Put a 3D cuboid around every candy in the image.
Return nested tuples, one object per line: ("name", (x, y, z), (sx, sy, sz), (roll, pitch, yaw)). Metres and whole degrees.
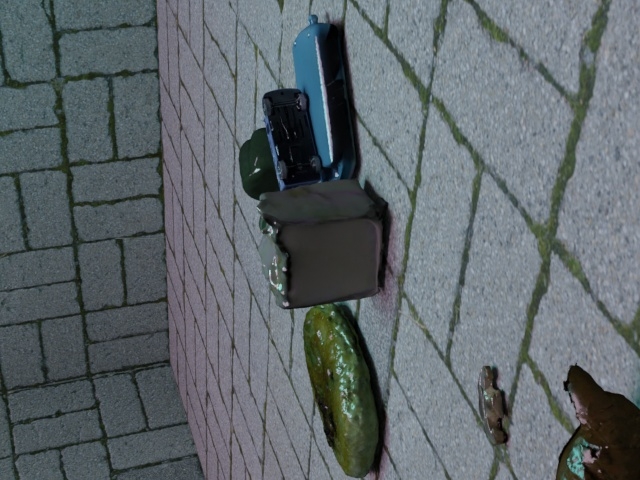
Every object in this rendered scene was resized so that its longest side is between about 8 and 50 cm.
("candy", (0.000, 0.000, 1.641), (0.137, 0.195, 0.185), (-113, 17, -52))

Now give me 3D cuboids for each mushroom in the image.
("mushroom", (0.215, 0.207, 1.308), (0.049, 0.019, 0.101), (165, 95, -73))

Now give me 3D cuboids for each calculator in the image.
("calculator", (0.004, -0.231, 1.736), (0.173, 0.051, 0.293), (-176, 78, -75))

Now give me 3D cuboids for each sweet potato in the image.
("sweet potato", (0.278, 0.266, 1.002), (0.124, 0.098, 0.310), (-14, 88, 66))

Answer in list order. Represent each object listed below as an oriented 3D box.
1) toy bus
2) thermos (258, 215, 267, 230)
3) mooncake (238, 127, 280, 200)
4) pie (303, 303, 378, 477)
("toy bus", (-0.053, -0.167, 1.739), (0.076, 0.073, 0.167), (130, 129, -72))
("thermos", (-0.064, -0.007, 2.024), (0.188, 0.083, 0.073), (45, 118, 61))
("mooncake", (-0.068, -0.143, 1.913), (0.175, 0.168, 0.104), (-24, 60, 40))
("pie", (0.030, 0.276, 1.877), (0.323, 0.070, 0.323), (171, 90, -75))
